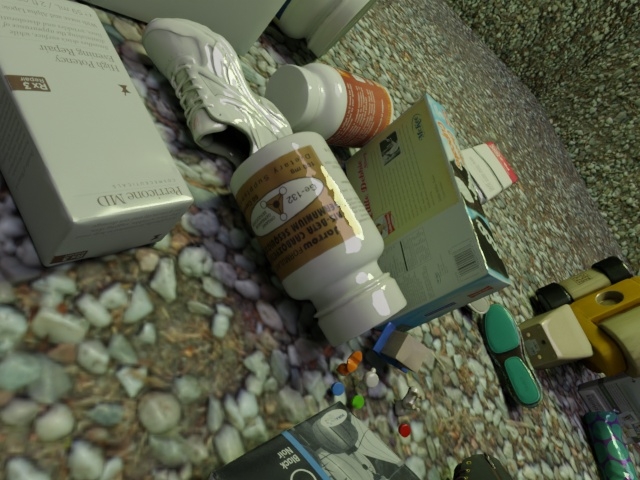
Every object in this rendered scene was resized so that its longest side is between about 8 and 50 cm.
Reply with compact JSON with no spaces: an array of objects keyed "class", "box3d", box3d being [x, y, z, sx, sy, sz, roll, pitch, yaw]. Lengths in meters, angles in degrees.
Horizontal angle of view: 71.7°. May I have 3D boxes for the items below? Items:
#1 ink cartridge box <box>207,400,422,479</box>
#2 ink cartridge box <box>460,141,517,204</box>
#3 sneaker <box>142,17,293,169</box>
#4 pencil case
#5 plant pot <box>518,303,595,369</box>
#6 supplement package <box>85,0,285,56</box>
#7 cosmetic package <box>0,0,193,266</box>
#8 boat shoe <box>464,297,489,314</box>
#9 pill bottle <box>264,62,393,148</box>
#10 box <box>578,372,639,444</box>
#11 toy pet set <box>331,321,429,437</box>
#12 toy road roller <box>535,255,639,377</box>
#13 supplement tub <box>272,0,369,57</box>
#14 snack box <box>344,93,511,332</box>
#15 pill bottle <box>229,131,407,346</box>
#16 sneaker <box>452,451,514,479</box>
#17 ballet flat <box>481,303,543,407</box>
[{"class":"ink cartridge box","box3d":[0.071,0.271,0.313,0.332,0.065,0.165,36,25,31]},{"class":"ink cartridge box","box3d":[0.243,-0.090,0.828,0.237,0.172,0.100,-24,80,-53]},{"class":"sneaker","box3d":[-0.137,-0.175,0.553,0.232,0.090,0.115,44,41,-13]},{"class":"pencil case","box3d":[0.592,0.424,0.897,0.070,0.064,0.152,19,46,-11]},{"class":"plant pot","box3d":[0.456,0.204,0.895,0.096,0.109,0.109,-4,65,-36]},{"class":"supplement package","box3d":[-0.173,-0.403,0.592,0.261,0.204,0.145,-2,63,-48]},{"class":"cosmetic package","box3d":[-0.225,-0.104,0.402,0.117,0.085,0.231,-21,77,-52]},{"class":"boat shoe","box3d":[0.259,0.086,0.820,0.125,0.038,0.046,42,80,-7]},{"class":"pill bottle","box3d":[0.017,-0.217,0.723,0.216,0.121,0.121,-8,68,-51]},{"class":"box","box3d":[0.689,0.355,0.956,0.038,0.186,0.145,-22,78,-53]},{"class":"toy pet set","box3d":[0.075,0.163,0.562,0.122,0.065,0.114,38,74,-16]},{"class":"toy road roller","box3d":[0.666,0.208,0.989,0.241,0.202,0.329,61,8,-17]},{"class":"supplement tub","box3d":[-0.044,-0.531,0.808,0.325,0.235,0.235,45,38,-12]},{"class":"snack box","box3d":[0.137,-0.044,0.664,0.060,0.187,0.322,22,48,-36]},{"class":"pill bottle","box3d":[0.000,0.000,0.526,0.131,0.131,0.229,-20,77,-52]},{"class":"sneaker","box3d":[0.154,0.317,0.509,0.222,0.083,0.118,11,21,-24]},{"class":"ballet flat","box3d":[0.345,0.210,0.810,0.070,0.070,0.188,18,52,-39]}]
